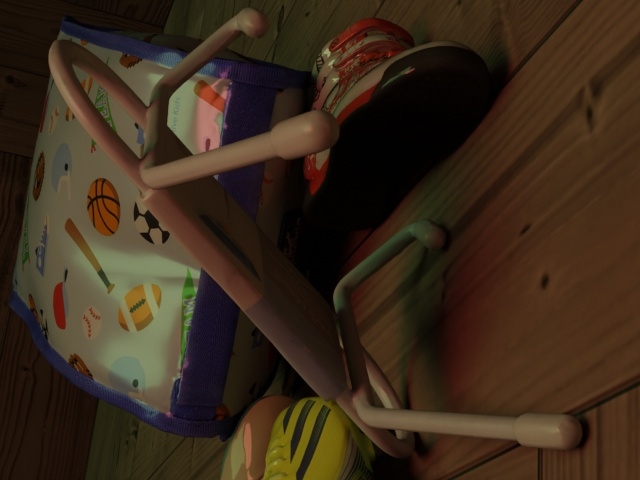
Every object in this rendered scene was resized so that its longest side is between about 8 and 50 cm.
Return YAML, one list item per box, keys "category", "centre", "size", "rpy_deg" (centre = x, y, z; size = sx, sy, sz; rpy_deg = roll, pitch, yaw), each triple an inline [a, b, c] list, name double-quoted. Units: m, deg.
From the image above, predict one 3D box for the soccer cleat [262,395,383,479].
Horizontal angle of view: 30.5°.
- category: "soccer cleat"
  centre: [-0.012, 0.177, 0.772]
  size: [0.289, 0.121, 0.093]
  rpy_deg: [-133, 34, -72]

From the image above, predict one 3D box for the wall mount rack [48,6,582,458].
- category: "wall mount rack"
  centre: [0.000, 0.000, 0.677]
  size: [0.130, 0.350, 0.304]
  rpy_deg: [-38, 23, 9]

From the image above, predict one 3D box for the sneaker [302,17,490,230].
- category: "sneaker"
  centre: [0.047, -0.120, 0.888]
  size: [0.270, 0.090, 0.145]
  rpy_deg: [127, 149, -64]

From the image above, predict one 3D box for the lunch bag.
- category: "lunch bag"
  centre: [-0.136, -0.026, 1.105]
  size: [0.385, 0.238, 0.328]
  rpy_deg: [-151, 69, -65]

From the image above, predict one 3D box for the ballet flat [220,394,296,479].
- category: "ballet flat"
  centre: [-0.052, 0.253, 1.005]
  size: [0.086, 0.086, 0.248]
  rpy_deg: [-110, 34, -65]

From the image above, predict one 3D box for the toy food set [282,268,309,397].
- category: "toy food set"
  centre: [-0.016, 0.087, 1.099]
  size: [0.122, 0.019, 0.078]
  rpy_deg: [107, 167, -47]
